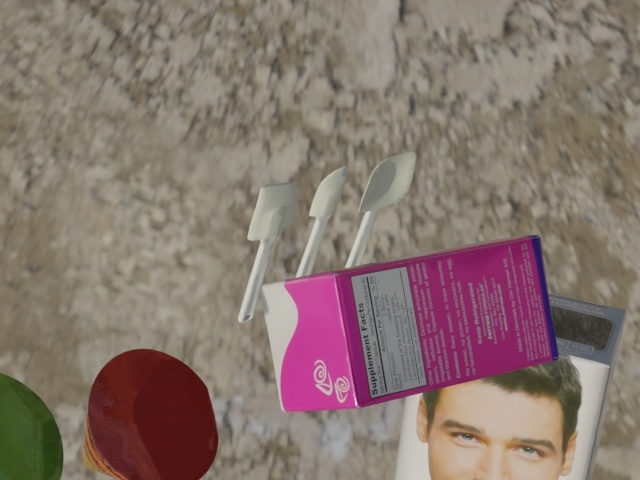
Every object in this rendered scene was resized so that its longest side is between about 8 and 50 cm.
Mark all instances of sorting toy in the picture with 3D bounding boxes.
[{"bbox_3d":[-0.264,0.178,1.420,0.365,0.126,0.127,-7,72,-35],"label":"sorting toy"}]

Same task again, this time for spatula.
[{"bbox_3d":[0.000,0.000,1.755,0.168,0.019,0.242,-19,151,-23],"label":"spatula"}]

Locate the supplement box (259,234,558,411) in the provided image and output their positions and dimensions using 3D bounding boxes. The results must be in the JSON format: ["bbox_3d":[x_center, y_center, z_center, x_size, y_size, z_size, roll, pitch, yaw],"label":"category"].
[{"bbox_3d":[0.075,0.067,1.476,0.220,0.111,0.114,-8,89,-35],"label":"supplement box"}]

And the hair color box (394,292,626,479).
[{"bbox_3d":[0.172,0.229,1.754,0.185,0.113,0.374,13,119,12],"label":"hair color box"}]
